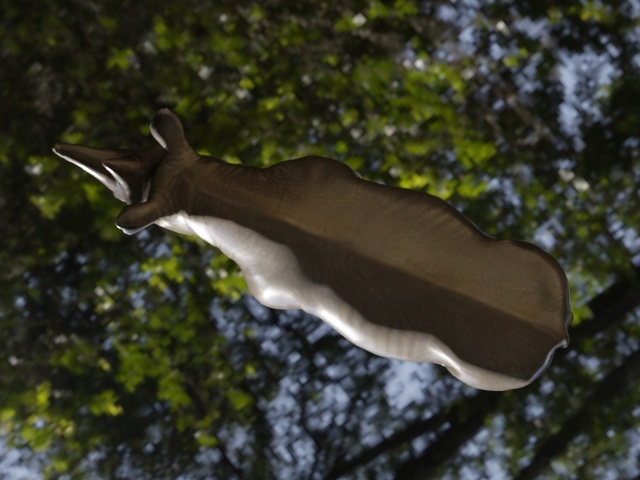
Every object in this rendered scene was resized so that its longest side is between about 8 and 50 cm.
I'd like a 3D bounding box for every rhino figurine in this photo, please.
[{"bbox_3d":[0.000,0.000,0.629,0.243,0.073,0.106,22,-179,-4],"label":"rhino figurine"}]
